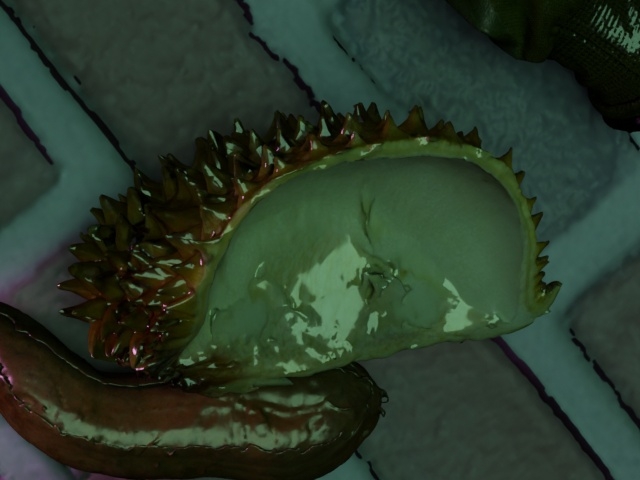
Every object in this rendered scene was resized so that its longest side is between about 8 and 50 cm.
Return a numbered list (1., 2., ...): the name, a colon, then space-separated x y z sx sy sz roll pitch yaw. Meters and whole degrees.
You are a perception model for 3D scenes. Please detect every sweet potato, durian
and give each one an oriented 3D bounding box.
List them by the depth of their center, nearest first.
1. durian: 0.000 0.000 0.931 0.252 0.144 0.139 -14 90 -25
2. sweet potato: -0.082 0.082 0.963 0.233 0.062 0.081 9 71 -9

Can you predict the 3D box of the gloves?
1. gloves: 0.091 -0.163 0.971 0.268 0.107 0.135 35 54 -9
